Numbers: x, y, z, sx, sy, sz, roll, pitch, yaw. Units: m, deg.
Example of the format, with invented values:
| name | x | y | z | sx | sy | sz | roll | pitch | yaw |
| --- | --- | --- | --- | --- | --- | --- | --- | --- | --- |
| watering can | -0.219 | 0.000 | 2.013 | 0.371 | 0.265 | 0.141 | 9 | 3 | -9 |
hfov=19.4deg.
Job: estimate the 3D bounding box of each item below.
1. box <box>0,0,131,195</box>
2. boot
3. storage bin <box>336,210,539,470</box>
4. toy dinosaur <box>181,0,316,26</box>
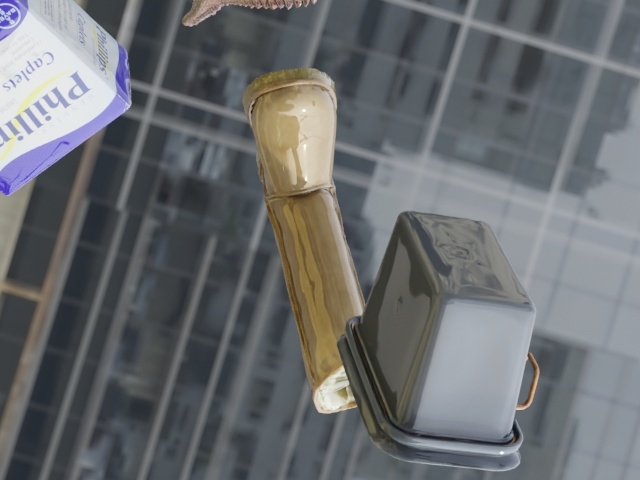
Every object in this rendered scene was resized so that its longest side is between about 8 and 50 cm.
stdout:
| name | x | y | z | sx | sy | sz | roll | pitch | yaw |
| --- | --- | --- | --- | --- | --- | --- | --- | --- | --- |
| box | -0.227 | -0.123 | 1.361 | 0.126 | 0.137 | 0.072 | -34 | -141 | 17 |
| boot | 0.000 | 0.000 | 1.770 | 0.236 | 0.089 | 0.269 | 82 | -5 | -67 |
| storage bin | 0.073 | 0.049 | 1.008 | 0.135 | 0.098 | 0.091 | -109 | -150 | -61 |
| toy dinosaur | 0.020 | -0.232 | 1.230 | 0.295 | 0.200 | 0.127 | -53 | 175 | 12 |
